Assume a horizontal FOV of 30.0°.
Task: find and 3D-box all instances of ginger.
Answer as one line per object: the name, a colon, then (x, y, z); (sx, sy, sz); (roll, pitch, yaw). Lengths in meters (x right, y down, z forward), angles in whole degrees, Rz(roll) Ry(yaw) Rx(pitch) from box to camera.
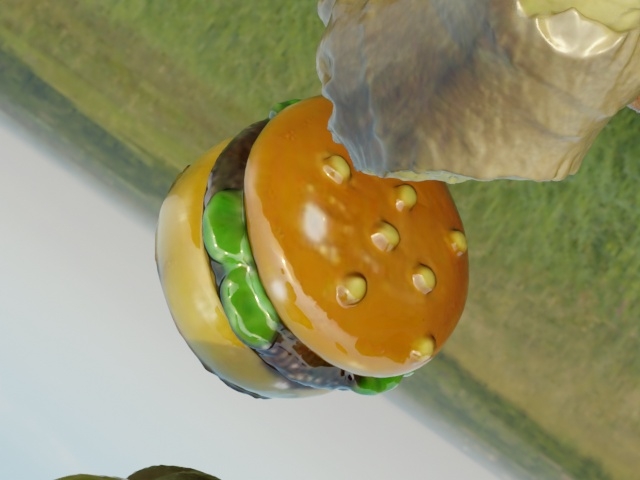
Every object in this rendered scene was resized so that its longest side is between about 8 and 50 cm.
ginger: (0.091, -0.131, 0.701); (0.130, 0.221, 0.275); (-11, -163, -34)

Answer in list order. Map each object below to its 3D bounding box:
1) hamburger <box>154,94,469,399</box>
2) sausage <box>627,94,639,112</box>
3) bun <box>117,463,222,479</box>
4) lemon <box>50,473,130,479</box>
hamburger: (0.000, 0.000, 1.523); (0.395, 0.396, 0.277); (38, 140, -28)
sausage: (0.555, -0.268, 1.666); (0.103, 0.302, 0.076); (50, 173, 27)
bun: (-0.176, 0.353, 1.198); (0.205, 0.281, 0.281); (28, -178, -45)
lemon: (-0.190, 0.311, 0.906); (0.233, 0.288, 0.233); (29, 180, 0)
